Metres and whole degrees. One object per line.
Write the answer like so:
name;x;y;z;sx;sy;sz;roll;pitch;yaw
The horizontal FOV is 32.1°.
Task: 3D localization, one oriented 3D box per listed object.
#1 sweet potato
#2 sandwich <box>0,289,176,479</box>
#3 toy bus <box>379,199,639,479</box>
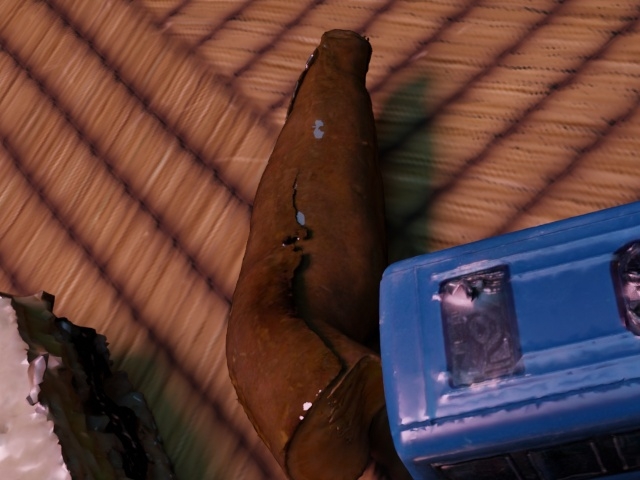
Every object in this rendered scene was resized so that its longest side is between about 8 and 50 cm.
sweet potato;0.006;0.003;0.608;0.112;0.085;0.285;-43;28;47
sandwich;-0.228;0.153;0.598;0.326;0.131;0.262;-6;54;25
toy bus;0.155;0.048;0.482;0.246;0.134;0.113;-14;53;18
